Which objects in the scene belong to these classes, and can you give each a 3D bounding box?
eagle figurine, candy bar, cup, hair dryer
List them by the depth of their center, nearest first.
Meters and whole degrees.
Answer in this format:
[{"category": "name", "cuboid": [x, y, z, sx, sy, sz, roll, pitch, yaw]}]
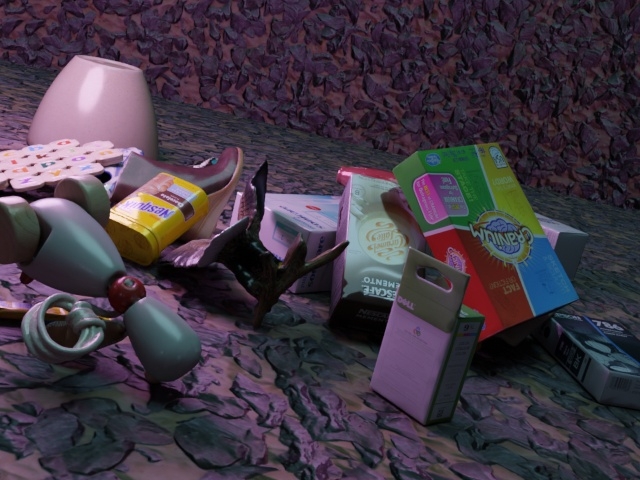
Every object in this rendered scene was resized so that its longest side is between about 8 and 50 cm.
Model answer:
[{"category": "candy bar", "cuboid": [-0.352, 0.098, 1.109, 0.161, 0.018, 0.040, 7, 16, -25]}, {"category": "eagle figurine", "cuboid": [-0.129, 0.008, 1.356, 0.226, 0.225, 0.298, -9, 35, -29]}, {"category": "hair dryer", "cuboid": [0.118, -0.086, 1.636, 0.223, 0.080, 0.293, 7, 19, -28]}, {"category": "cup", "cuboid": [-0.556, -0.334, 2.135, 0.331, 0.237, 0.331, 14, 15, -4]}]

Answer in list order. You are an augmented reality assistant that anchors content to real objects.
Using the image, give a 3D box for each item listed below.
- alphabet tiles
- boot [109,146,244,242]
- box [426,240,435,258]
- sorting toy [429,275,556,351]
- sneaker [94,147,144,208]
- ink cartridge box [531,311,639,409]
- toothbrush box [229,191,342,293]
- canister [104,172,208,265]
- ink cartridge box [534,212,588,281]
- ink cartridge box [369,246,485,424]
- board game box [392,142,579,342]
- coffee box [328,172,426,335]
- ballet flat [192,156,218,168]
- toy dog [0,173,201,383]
[{"category": "alphabet tiles", "cuboid": [-0.545, -0.150, 1.681, 0.284, 0.021, 0.278, -17, 26, -24]}, {"category": "boot", "cuboid": [-0.271, -0.126, 1.625, 0.207, 0.248, 0.090, 29, -34, -14]}, {"category": "box", "cuboid": [0.182, -0.041, 1.903, 0.232, 0.149, 0.127, 2, 18, -42]}, {"category": "sorting toy", "cuboid": [0.255, 0.138, 1.477, 0.229, 0.041, 0.307, 14, 23, 34]}, {"category": "sneaker", "cuboid": [-0.428, -0.132, 1.734, 0.131, 0.112, 0.296, 6, 15, -27]}, {"category": "ink cartridge box", "cuboid": [0.492, 0.196, 1.476, 0.165, 0.065, 0.333, 10, 14, -13]}, {"category": "toothbrush box", "cuboid": [0.000, 0.000, 1.617, 0.295, 0.126, 0.216, -2, 22, -44]}, {"category": "canister", "cuboid": [-0.290, -0.042, 1.465, 0.126, 0.073, 0.170, 23, 40, 19]}, {"category": "ink cartridge box", "cuboid": [0.546, 0.012, 2.100, 0.127, 0.128, 0.176, 3, 17, -38]}, {"category": "ink cartridge box", "cuboid": [0.146, 0.123, 1.107, 0.062, 0.209, 0.109, 1, 20, -42]}, {"category": "board game box", "cuboid": [0.281, -0.008, 1.416, 0.242, 0.064, 0.317, -12, 73, -45]}, {"category": "coffee box", "cuboid": [0.098, 0.025, 1.393, 0.141, 0.098, 0.246, 11, 57, -8]}, {"category": "ballet flat", "cuboid": [-0.287, -0.153, 2.028, 0.077, 0.091, 0.241, -5, 5, 16]}, {"category": "toy dog", "cuboid": [-0.297, 0.068, 1.048, 0.220, 0.161, 0.334, 0, 44, -35]}]
